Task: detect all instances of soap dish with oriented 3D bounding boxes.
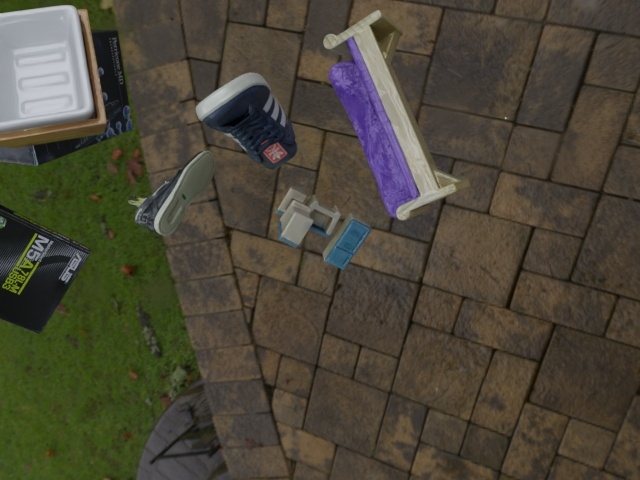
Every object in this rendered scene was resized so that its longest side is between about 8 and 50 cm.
[{"bbox_3d":[-0.576,-0.335,1.097,0.229,0.118,0.290,-13,73,-10],"label":"soap dish"}]

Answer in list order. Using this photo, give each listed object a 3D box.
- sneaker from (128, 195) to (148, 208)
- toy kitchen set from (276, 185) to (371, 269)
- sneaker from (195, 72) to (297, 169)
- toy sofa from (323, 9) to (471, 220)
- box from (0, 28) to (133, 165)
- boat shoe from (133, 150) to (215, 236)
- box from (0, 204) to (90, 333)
[{"bbox_3d":[-0.449,-0.093,1.356,0.083,0.035,0.031,18,70,10],"label":"sneaker"},{"bbox_3d":[0.000,0.000,1.113,0.207,0.166,0.122,25,112,-19],"label":"toy kitchen set"},{"bbox_3d":[-0.116,-0.213,1.016,0.131,0.350,0.148,-29,91,14],"label":"sneaker"},{"bbox_3d":[0.124,-0.218,0.997,0.177,0.150,0.362,-23,88,26],"label":"toy sofa"},{"bbox_3d":[-0.728,-0.401,1.418,0.212,0.395,0.293,7,117,16],"label":"box"},{"bbox_3d":[-0.304,-0.113,1.121,0.079,0.233,0.084,13,144,24],"label":"boat shoe"},{"bbox_3d":[-0.570,0.057,0.999,0.184,0.045,0.190,33,89,-25],"label":"box"}]
